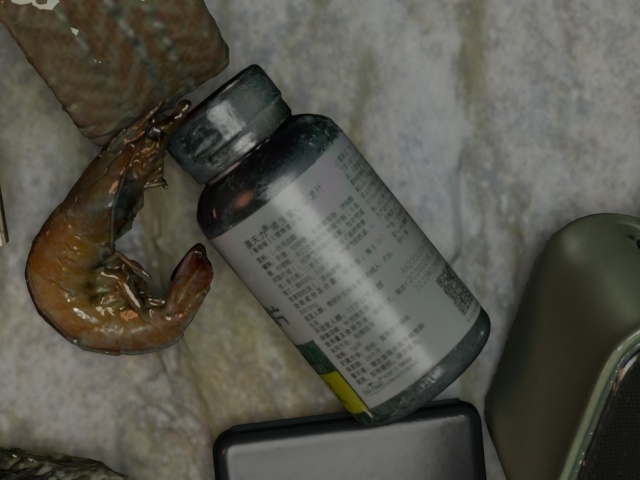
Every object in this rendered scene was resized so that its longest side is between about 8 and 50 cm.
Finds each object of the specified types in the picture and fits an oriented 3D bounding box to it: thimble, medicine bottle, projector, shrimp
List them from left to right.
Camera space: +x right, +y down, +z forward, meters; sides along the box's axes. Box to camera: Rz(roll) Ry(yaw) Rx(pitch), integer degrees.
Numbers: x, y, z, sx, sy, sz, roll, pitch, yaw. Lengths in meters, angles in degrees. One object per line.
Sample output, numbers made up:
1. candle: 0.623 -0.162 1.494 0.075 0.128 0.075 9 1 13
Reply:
1. thimble: -0.189 -0.200 1.330 0.148 0.196 0.229 -34 128 -3
2. shrimp: -0.143 -0.004 1.367 0.143 0.052 0.251 32 127 -2
3. medicine bottle: 0.000 0.000 1.395 0.141 0.141 0.293 -39 99 -5
4. projector: 0.288 0.143 1.372 0.248 0.249 0.248 14 108 -9

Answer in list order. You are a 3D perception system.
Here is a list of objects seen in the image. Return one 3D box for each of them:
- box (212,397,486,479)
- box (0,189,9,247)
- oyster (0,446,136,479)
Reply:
1. box: 0.029 0.222 1.459 0.230 0.050 0.160 -6 95 -9
2. box: -0.345 -0.086 1.358 0.168 0.095 0.212 -10 95 -6
3. oyster: -0.288 0.247 1.369 0.350 0.158 0.162 -17 131 5
